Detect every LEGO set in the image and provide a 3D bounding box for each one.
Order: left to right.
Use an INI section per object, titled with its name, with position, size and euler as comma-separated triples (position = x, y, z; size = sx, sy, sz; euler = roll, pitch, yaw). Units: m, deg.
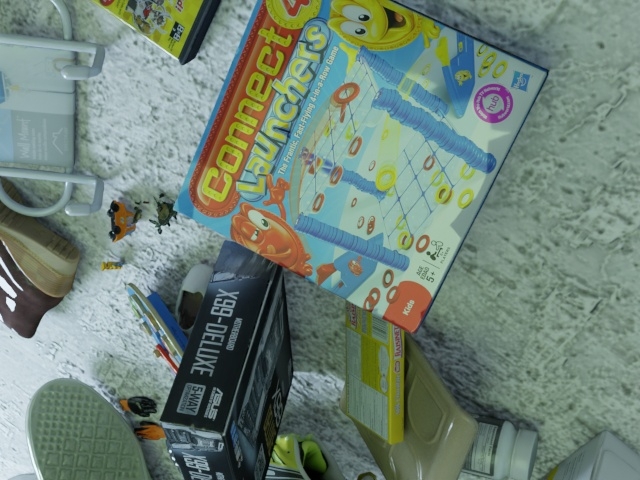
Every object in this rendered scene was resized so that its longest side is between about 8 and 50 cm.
[LEGO set]
position = -0.218, -0.038, 1.248
size = 0.083, 0.023, 0.054
euler = 23, 97, 33

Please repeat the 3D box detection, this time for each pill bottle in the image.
[pill bottle]
position = 0.207, 0.265, 1.185
size = 0.137, 0.078, 0.078
euler = 9, 121, 20

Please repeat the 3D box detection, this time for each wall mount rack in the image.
[wall mount rack]
position = -0.431, -0.153, 1.167
size = 0.304, 0.130, 0.350
euler = 4, 124, -8

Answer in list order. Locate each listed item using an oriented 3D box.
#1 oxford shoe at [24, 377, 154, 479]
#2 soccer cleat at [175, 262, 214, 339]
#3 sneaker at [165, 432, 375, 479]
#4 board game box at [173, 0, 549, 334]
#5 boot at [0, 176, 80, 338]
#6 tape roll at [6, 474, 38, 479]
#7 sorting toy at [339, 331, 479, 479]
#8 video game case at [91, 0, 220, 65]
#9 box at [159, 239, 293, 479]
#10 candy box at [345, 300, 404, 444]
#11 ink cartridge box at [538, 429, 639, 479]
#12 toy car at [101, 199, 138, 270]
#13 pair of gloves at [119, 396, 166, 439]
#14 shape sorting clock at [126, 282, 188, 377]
[oxford shoe]
position = -0.339, 0.423, 1.507
size = 0.449, 0.169, 0.130
euler = 58, 162, -12
[soccer cleat]
position = -0.174, 0.122, 1.286
size = 0.068, 0.076, 0.196
euler = 15, 124, 18
[sneaker]
position = -0.064, 0.328, 1.310
size = 0.385, 0.145, 0.147
euler = 25, 96, 33
[board game box]
position = 0.038, -0.105, 0.984
size = 0.302, 0.086, 0.308
euler = 27, 106, 9
[boot]
position = -0.492, 0.022, 1.371
size = 0.248, 0.090, 0.207
euler = 40, 125, -5
[tape roll]
position = -0.484, 0.612, 1.725
size = 0.392, 0.072, 0.392
euler = 12, 123, 19
[sorting toy]
position = 0.101, 0.260, 1.199
size = 0.229, 0.041, 0.307
euler = 52, 140, 42
[video game case]
position = -0.200, -0.377, 1.033
size = 0.248, 0.035, 0.275
euler = 35, 126, 3
[box]
position = -0.102, 0.187, 1.124
size = 0.076, 0.242, 0.307
euler = 10, 144, 9
[candy box]
position = 0.068, 0.142, 1.152
size = 0.105, 0.027, 0.206
euler = 26, 120, 58
[ink cartridge box]
position = 0.334, 0.393, 1.141
size = 0.171, 0.168, 0.232
euler = 38, 126, 2
[toy car]
position = -0.286, -0.007, 1.302
size = 0.040, 0.060, 0.122
euler = -1, 150, -23
[pair of gloves]
position = -0.282, 0.287, 1.476
size = 0.074, 0.010, 0.083
euler = -8, 111, 31
[shape sorting clock]
position = -0.215, 0.149, 1.282
size = 0.206, 0.040, 0.206
euler = 46, 157, 27
